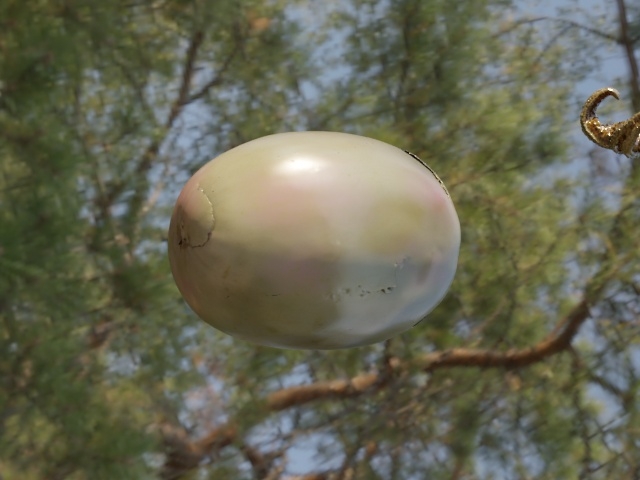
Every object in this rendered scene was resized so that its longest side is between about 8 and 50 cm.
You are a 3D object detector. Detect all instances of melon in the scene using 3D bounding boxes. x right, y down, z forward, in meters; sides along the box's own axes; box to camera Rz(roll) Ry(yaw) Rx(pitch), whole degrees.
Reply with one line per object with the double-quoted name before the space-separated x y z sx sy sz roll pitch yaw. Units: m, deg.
"melon" 0.000 0.000 1.256 0.223 0.317 0.223 -4 -95 58

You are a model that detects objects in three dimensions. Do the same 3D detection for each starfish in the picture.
"starfish" 0.373 -0.135 1.342 0.190 0.146 0.074 -131 -155 -70
